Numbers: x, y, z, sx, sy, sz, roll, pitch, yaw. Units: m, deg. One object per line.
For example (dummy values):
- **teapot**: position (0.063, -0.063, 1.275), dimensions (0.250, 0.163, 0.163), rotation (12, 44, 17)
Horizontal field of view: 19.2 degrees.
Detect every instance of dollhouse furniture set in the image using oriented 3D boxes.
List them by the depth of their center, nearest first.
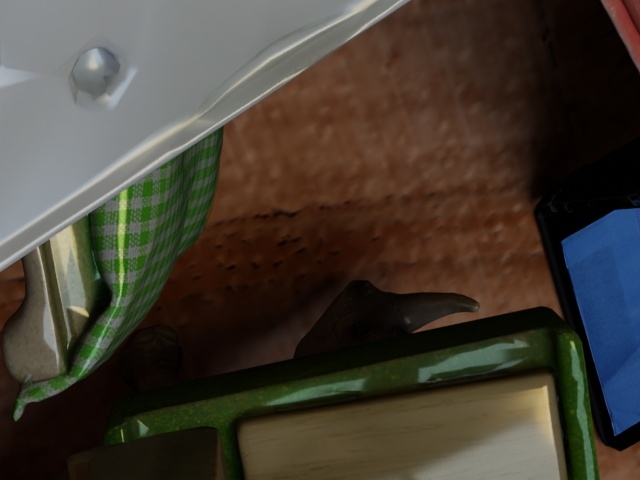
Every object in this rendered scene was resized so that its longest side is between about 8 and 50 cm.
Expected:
- **dollhouse furniture set**: position (0.000, 0.000, 0.516), dimensions (0.151, 0.197, 0.301), rotation (-9, 102, -1)

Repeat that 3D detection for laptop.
- **laptop**: position (0.220, -0.016, 0.745), dimensions (0.234, 0.264, 0.136), rotation (-30, 95, -9)

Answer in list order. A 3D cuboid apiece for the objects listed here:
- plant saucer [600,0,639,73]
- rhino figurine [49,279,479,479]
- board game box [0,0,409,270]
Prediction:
- **plant saucer**: position (0.162, -0.164, 0.516), dimensions (0.259, 0.048, 0.258), rotation (-38, 130, 0)
- **rhino figurine**: position (-0.044, 0.087, 0.685), dimensions (0.243, 0.106, 0.073), rotation (-30, 132, -8)
- **board game box**: position (-0.002, -0.235, 0.296), dimensions (0.390, 0.050, 0.390), rotation (-34, 129, -11)
